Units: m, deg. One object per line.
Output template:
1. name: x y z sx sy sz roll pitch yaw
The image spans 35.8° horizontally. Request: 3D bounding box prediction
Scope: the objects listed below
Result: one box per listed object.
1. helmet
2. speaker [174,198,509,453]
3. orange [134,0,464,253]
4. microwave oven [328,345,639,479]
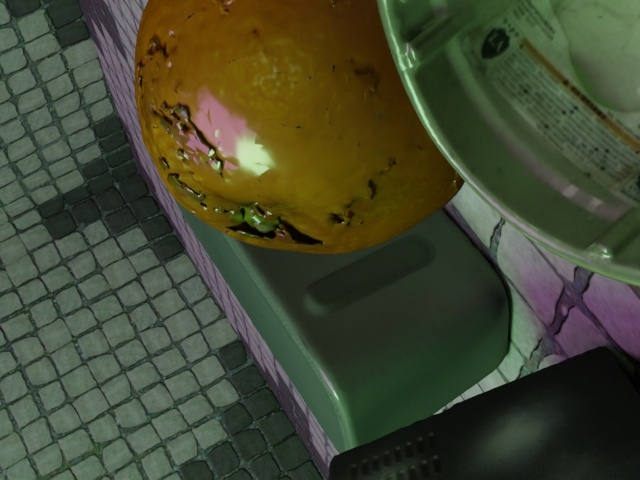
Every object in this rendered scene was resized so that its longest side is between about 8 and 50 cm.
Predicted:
1. helmet: 0.134 -0.101 0.351 0.204 0.137 0.257 48 164 6
2. speaker: 0.000 0.000 0.978 0.406 0.184 0.183 53 164 34
3. orange: -0.002 -0.111 0.669 0.246 0.246 0.246 56 166 22
4. microwave oven: 0.193 0.346 0.664 0.374 0.236 0.432 -83 -30 -74
